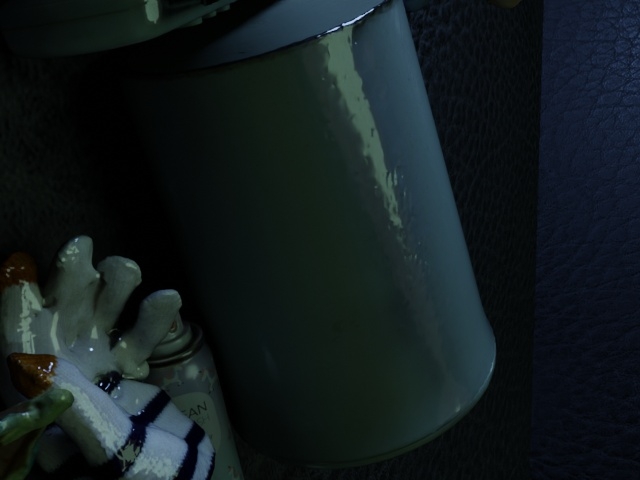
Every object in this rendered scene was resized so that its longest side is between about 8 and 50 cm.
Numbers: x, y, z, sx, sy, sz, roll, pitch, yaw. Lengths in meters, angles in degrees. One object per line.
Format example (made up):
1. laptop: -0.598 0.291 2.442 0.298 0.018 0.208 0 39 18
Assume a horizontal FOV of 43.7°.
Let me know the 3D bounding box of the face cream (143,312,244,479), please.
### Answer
1. face cream: -0.121 0.162 0.720 0.075 0.075 0.229 -49 134 -54

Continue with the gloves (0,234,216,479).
1. gloves: -0.167 0.106 0.587 0.219 0.131 0.140 51 39 -10

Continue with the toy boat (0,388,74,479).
1. toy boat: -0.236 0.213 0.451 0.108 0.099 0.293 50 55 -55

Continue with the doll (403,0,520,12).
1. doll: 0.083 -0.349 0.857 0.209 0.340 0.318 -46 120 -51

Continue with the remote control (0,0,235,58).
1. remote control: -0.112 -0.205 0.632 0.296 0.140 0.056 -52 133 -53

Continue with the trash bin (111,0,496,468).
1. trash bin: 0.000 0.000 0.741 0.280 0.280 0.432 -56 137 -49
